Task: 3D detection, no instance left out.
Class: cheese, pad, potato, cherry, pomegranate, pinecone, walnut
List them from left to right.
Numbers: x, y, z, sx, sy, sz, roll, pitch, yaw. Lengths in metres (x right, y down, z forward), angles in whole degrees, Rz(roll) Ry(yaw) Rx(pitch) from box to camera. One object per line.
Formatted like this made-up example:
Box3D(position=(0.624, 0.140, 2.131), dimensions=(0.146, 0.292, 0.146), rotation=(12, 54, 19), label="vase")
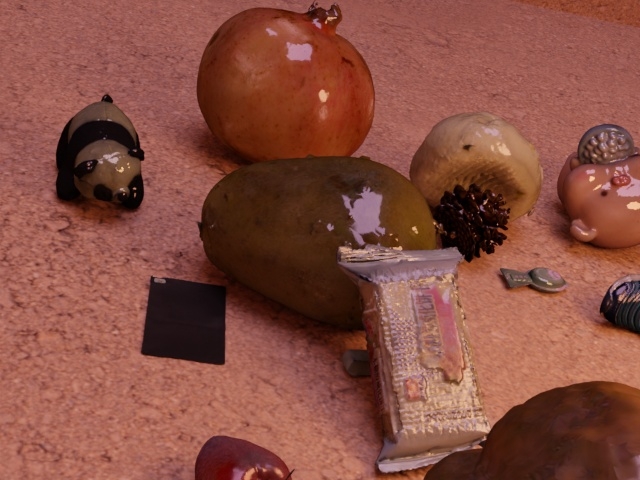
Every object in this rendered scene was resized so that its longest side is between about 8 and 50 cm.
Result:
Box3D(position=(-0.192, 0.111, 1.505), dimensions=(0.116, 0.004, 0.193), rotation=(8, 30, -10), label="pad")
Box3D(position=(-0.087, 0.274, 1.190), dimensions=(0.106, 0.087, 0.126), rotation=(-4, 15, -17), label="cherry")
Box3D(position=(-0.056, -0.292, 1.940), dimensions=(0.338, 0.338, 0.338), rotation=(11, 30, -6), label="pomegranate")
Box3D(position=(0.001, -0.015, 1.584), dimensions=(0.359, 0.219, 0.269), rotation=(20, 52, 14), label="potato")
Box3D(position=(0.266, -0.036, 1.827), dimensions=(0.121, 0.140, 0.140), rotation=(-21, 42, -24), label="pinecone")
Box3D(position=(0.371, 0.066, 1.808), dimensions=(0.121, 0.026, 0.067), rotation=(5, 30, -16), label="cheese")
Box3D(position=(0.270, 0.312, 1.003), dimensions=(0.384, 0.383, 0.383), rotation=(11, 30, -6), label="walnut")

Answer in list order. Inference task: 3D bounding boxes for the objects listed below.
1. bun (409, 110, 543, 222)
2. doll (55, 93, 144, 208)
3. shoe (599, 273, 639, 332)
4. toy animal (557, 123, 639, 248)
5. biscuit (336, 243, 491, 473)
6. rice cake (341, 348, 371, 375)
Box3D(position=(0.286, -0.139, 1.921), dimensions=(0.259, 0.259, 0.160), rotation=(12, 57, -4), label="bun")
Box3D(position=(-0.359, -0.135, 1.730), dimensions=(0.144, 0.135, 0.234), rotation=(3, 35, -15), label="doll")
Box3D(position=(0.560, 0.121, 1.729), dimensions=(0.207, 0.091, 0.106), rotation=(12, 24, -11), label="shoe")
Box3D(position=(0.551, -0.090, 2.015), dimensions=(0.210, 0.229, 0.221), rotation=(-15, -12, 3), label="toy animal")
Box3D(position=(0.128, 0.149, 1.389), dimensions=(0.186, 0.079, 0.309), rotation=(-1, 69, -18), label="biscuit")
Box3D(position=(0.117, 0.174, 1.507), dimensions=(0.180, 0.030, 0.042), rotation=(4, 27, -20), label="rice cake")
